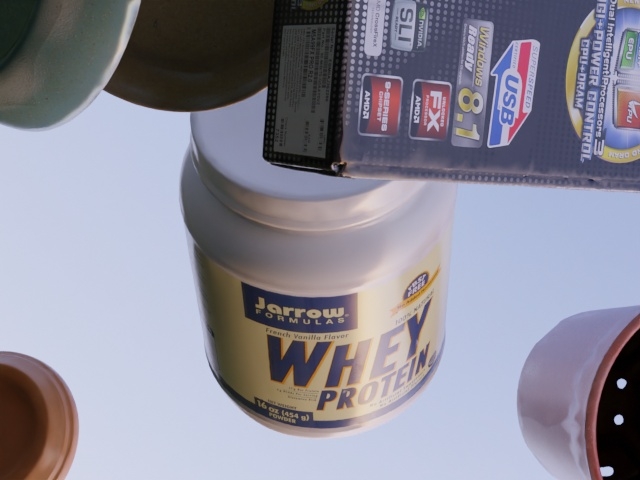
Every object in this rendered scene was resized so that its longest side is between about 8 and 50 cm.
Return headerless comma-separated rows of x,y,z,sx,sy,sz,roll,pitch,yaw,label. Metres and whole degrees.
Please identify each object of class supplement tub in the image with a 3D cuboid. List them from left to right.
0.000,0.000,1.088,0.235,0.235,0.324,38,-29,29,supplement tub

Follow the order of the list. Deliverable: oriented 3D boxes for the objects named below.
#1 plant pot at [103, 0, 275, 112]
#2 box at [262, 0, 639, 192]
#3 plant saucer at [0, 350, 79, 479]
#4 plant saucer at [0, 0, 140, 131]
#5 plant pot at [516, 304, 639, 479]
-0.096,-0.197,0.769,0.236,0.032,0.236,8,-65,17,plant pot
0.089,-0.160,0.566,0.060,0.216,0.270,14,-80,55,box
-0.362,0.212,1.332,0.200,0.200,0.037,44,-9,23,plant saucer
-0.207,-0.221,0.734,0.318,0.044,0.317,14,-70,45,plant saucer
0.336,0.174,1.232,0.272,0.272,0.265,65,-12,-4,plant pot
